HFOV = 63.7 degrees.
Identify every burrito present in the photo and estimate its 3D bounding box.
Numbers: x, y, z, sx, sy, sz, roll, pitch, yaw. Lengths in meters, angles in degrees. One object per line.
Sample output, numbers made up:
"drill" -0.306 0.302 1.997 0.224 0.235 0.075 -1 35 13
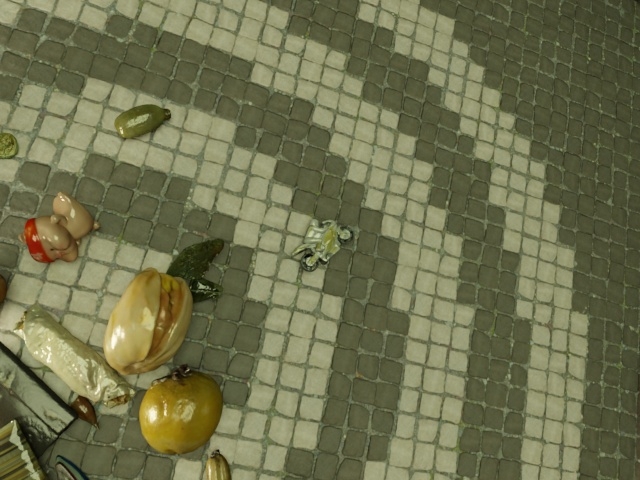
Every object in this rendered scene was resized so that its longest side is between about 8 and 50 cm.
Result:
"burrito" -0.701 0.341 1.458 0.392 0.076 0.117 41 76 -2

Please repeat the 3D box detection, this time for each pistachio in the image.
"pistachio" -0.495 0.236 1.472 0.229 0.230 0.309 19 78 -12

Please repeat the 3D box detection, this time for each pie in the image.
"pie" -0.953 -0.285 1.550 0.084 0.021 0.084 2 81 -15

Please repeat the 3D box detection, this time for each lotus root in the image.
"lotus root" -0.568 -0.390 1.657 0.183 0.077 0.090 -24 86 -18
"lotus root" -0.298 0.690 1.505 0.072 0.063 0.152 9 66 -42

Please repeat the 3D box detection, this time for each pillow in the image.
"pillow" -0.847 0.608 1.353 0.208 0.052 0.212 -27 92 -5

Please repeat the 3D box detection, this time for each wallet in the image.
"wallet" -0.835 0.436 1.401 0.321 0.044 0.170 44 81 -3

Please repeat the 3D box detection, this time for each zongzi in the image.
"zongzi" -0.368 0.180 1.606 0.109 0.055 0.119 24 84 -11

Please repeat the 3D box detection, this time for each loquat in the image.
"loquat" -0.388 0.469 1.443 0.243 0.244 0.244 4 77 -16

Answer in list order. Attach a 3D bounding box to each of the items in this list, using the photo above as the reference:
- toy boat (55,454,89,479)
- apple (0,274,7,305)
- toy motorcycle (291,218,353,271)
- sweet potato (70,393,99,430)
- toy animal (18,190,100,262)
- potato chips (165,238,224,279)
"toy boat" -0.664 0.690 1.408 0.080 0.046 0.229 -30 90 -16
"apple" -0.953 0.135 1.359 0.211 0.211 0.188 33 69 -7
"toy motorcycle" 0.000 0.000 1.743 0.228 0.074 0.151 -37 87 -19
"sweet potato" -0.657 0.487 1.450 0.049 0.049 0.117 -37 86 -20
"toy animal" -0.755 -0.026 1.480 0.171 0.171 0.198 38 68 -5
"potato chips" -0.389 0.065 1.609 0.209 0.026 0.142 -22 53 -10
